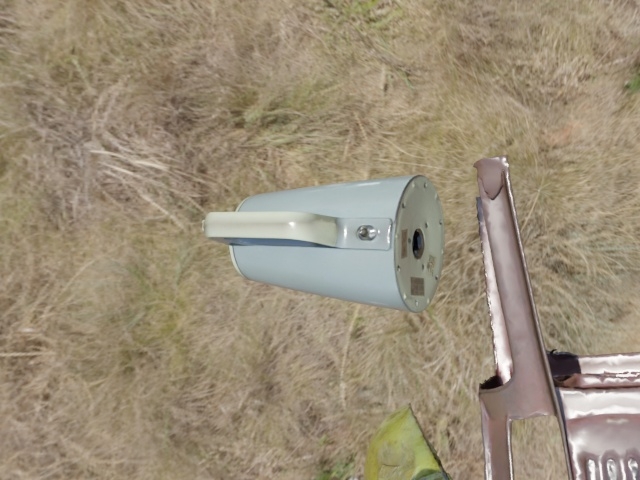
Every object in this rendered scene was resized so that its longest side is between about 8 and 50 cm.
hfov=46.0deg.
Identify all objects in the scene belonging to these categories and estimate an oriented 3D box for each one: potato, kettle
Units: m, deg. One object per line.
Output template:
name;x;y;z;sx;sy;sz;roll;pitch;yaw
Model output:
potato;0.113;0.314;0.900;0.111;0.272;0.160;-30;117;2
kettle;0.000;0.000;0.906;0.243;0.210;0.160;2;88;28

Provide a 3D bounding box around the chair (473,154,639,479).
chair;0.184;0.112;0.465;0.175;0.183;0.326;-5;85;20
